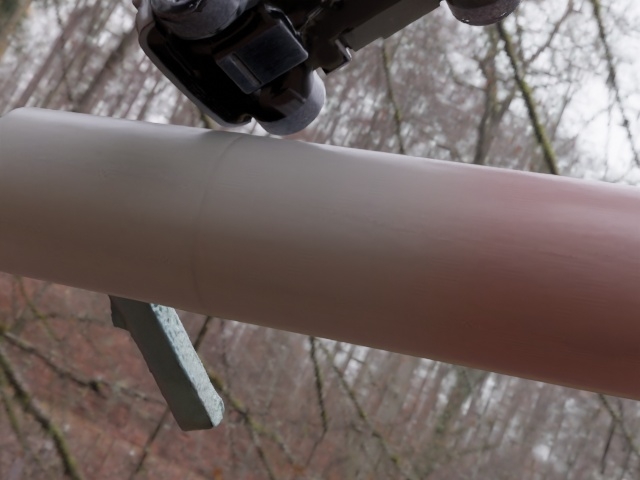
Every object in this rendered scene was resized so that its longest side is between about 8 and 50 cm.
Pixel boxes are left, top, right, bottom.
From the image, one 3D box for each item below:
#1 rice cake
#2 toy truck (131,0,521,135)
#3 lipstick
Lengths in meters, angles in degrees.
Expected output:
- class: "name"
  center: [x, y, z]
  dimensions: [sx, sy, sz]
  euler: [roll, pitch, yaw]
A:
- class: "rice cake"
  center: [-0.124, 0.069, 0.727]
  dimensions: [0.042, 0.030, 0.180]
  euler: [-12, -63, 22]
- class: "toy truck"
  center: [0.033, -0.159, 0.440]
  dimensions: [0.253, 0.124, 0.114]
  euler: [-28, -34, 13]
- class: "lipstick"
  center: [0.000, 0.000, 0.440]
  dimensions: [0.327, 0.087, 0.087]
  euler: [9, -22, 20]
